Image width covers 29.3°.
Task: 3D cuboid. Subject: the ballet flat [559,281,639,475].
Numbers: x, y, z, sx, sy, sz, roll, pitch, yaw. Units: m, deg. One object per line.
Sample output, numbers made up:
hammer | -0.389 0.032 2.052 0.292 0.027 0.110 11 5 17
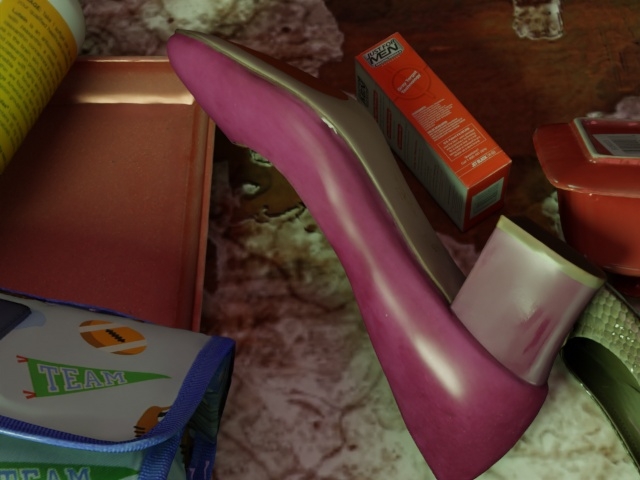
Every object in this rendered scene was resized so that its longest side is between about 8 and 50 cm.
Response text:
ballet flat | 0.211 0.120 0.808 0.058 0.084 0.249 -27 70 -14

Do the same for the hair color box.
hair color box | 0.082 -0.082 0.920 0.043 0.072 0.141 -33 66 -13

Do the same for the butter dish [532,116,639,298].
butter dish | 0.229 -0.016 0.860 0.160 0.118 0.160 3 21 3

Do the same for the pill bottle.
pill bottle | -0.254 -0.136 0.875 0.136 0.136 0.245 21 65 13

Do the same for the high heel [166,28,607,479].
high heel | 0.000 0.000 0.853 0.377 0.127 0.181 38 105 27

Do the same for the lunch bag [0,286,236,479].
lunch bag | -0.243 0.175 0.691 0.328 0.238 0.385 12 48 4

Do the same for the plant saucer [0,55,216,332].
plant saucer | -0.209 -0.021 0.917 0.259 0.047 0.258 1 63 2
